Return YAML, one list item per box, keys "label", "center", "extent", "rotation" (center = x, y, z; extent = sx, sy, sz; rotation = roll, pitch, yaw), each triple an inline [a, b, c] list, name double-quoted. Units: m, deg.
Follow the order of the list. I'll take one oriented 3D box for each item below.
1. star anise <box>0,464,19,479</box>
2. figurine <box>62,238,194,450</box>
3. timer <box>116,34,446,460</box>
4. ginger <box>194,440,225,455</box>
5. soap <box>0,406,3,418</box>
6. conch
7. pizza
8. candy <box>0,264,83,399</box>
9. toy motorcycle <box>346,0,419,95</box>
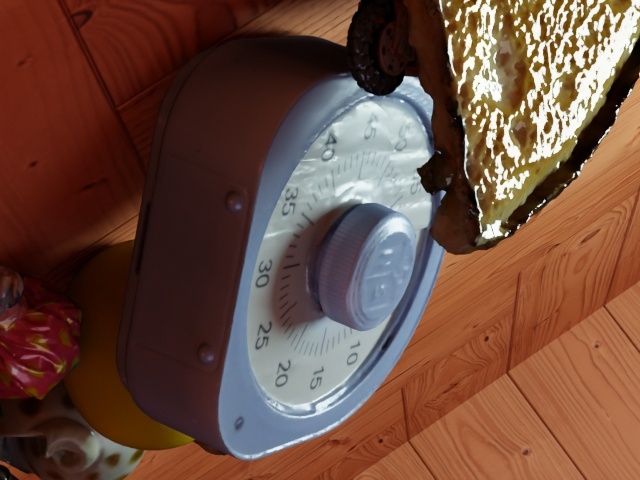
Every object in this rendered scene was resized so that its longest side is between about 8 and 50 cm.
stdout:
- label: "star anise"
  center: [-0.424, 0.264, 1.928]
  extent: [0.220, 0.099, 0.214]
  rotation: [-12, 167, 37]
- label: "figurine"
  center: [-0.113, 0.095, 1.885]
  extent: [0.344, 0.215, 0.187]
  rotation: [-10, 177, -41]
- label: "timer"
  center: [0.000, 0.000, 1.684]
  extent: [0.395, 0.173, 0.395]
  rotation: [-33, 133, -44]
- label: "ginger"
  center: [-0.087, 0.171, 2.323]
  extent: [0.304, 0.155, 0.244]
  rotation: [-34, 172, 24]
- label: "soap"
  center: [-0.444, 0.200, 1.749]
  extent: [0.273, 0.098, 0.218]
  rotation: [-34, 163, -4]
- label: "conch"
  center: [-0.274, 0.192, 1.976]
  extent: [0.275, 0.183, 0.148]
  rotation: [95, 13, -72]
- label: "pizza"
  center: [0.176, -0.177, 1.559]
  extent: [0.435, 0.080, 0.391]
  rotation: [6, 93, -46]
- label: "candy"
  center: [-0.298, 0.034, 1.617]
  extent: [0.124, 0.124, 0.365]
  rotation: [-32, 153, -12]
- label: "toy motorcycle"
  center: [0.112, -0.220, 1.614]
  extent: [0.089, 0.171, 0.298]
  rotation: [-3, -171, 36]
